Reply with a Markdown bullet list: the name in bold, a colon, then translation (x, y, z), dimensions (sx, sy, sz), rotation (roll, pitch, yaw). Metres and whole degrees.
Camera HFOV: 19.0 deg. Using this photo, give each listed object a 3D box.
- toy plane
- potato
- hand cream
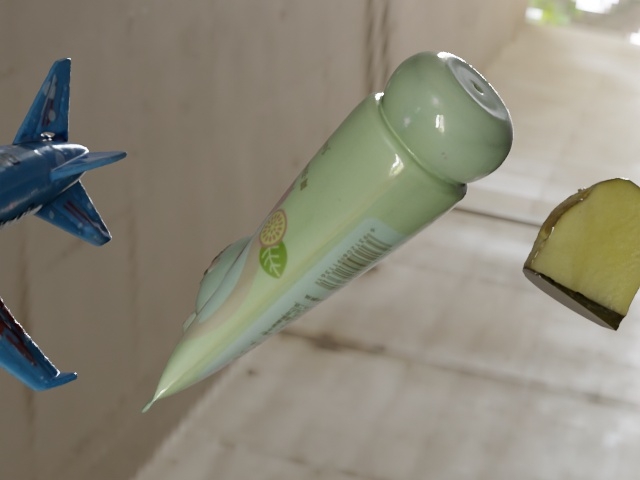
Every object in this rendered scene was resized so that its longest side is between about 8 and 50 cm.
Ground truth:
- **toy plane**: translation (-0.220, -0.018, 1.108), dimensions (0.271, 0.105, 0.254), rotation (-26, -71, -47)
- **potato**: translation (0.211, 0.001, 1.482), dimensions (0.103, 0.096, 0.066), rotation (-55, 20, -2)
- **hand cream**: translation (0.000, 0.000, 1.283), dimensions (0.306, 0.093, 0.147), rotation (-44, 5, 22)
